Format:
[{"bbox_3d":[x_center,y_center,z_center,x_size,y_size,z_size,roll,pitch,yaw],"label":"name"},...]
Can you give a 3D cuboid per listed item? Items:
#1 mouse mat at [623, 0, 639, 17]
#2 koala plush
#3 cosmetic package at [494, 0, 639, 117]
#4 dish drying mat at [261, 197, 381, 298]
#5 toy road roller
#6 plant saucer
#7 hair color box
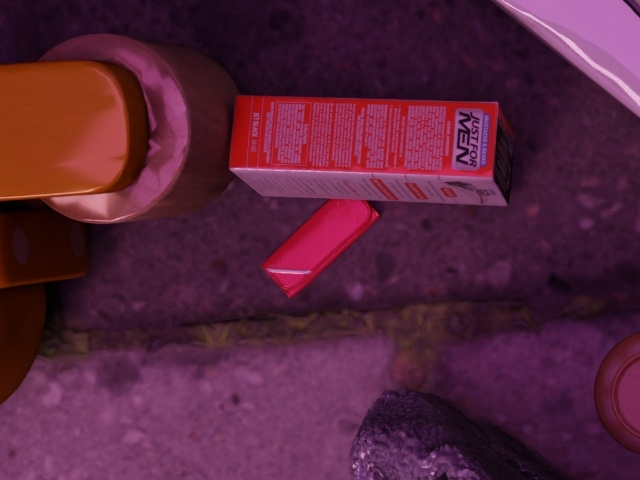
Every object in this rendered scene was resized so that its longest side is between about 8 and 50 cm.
[{"bbox_3d":[0.179,-0.169,0.874,0.152,0.007,0.189,-43,82,11],"label":"mouse mat"},{"bbox_3d":[0.065,0.229,1.230,0.203,0.196,0.221,37,100,28],"label":"koala plush"},{"bbox_3d":[0.209,-0.245,1.070,0.329,0.394,0.327,40,99,8],"label":"cosmetic package"},{"bbox_3d":[0.000,0.000,1.321,0.083,0.008,0.032,-43,82,11],"label":"dish drying mat"},{"bbox_3d":[-0.213,0.004,1.271,0.330,0.202,0.240,-6,91,15],"label":"toy road roller"},{"bbox_3d":[0.217,0.099,1.271,0.083,0.015,0.083,0,91,13],"label":"plant saucer"},{"bbox_3d":[0.035,-0.057,1.265,0.167,0.093,0.053,4,81,12],"label":"hair color box"}]
